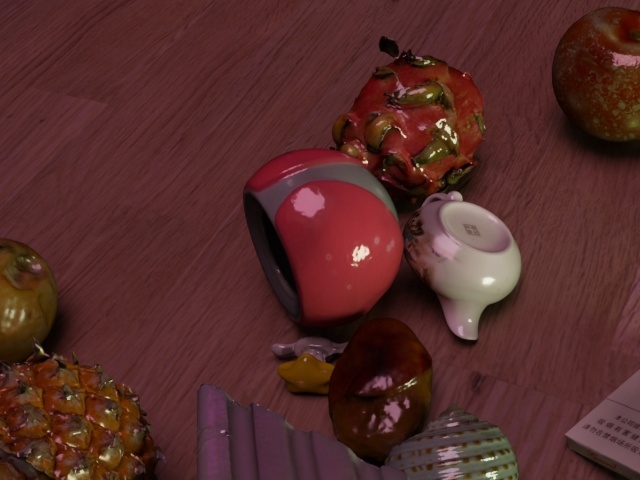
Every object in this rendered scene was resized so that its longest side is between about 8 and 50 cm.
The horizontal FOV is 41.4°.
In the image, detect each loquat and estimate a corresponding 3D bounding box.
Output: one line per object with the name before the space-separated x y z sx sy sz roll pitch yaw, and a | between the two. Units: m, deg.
loquat | -0.574 0.113 1.450 0.244 0.243 0.243 -7 45 7

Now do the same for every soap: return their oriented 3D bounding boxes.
soap | -0.030 0.306 1.134 0.258 0.158 0.302 -11 31 -4

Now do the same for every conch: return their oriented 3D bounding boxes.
conch | 0.186 0.310 1.110 0.172 0.131 0.199 9 44 -31

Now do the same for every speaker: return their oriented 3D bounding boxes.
speaker | 0.000 0.000 1.371 0.295 0.294 0.294 -7 45 7

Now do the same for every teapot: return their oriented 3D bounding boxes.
teapot | 0.228 0.019 1.410 0.205 0.139 0.298 10 39 -15

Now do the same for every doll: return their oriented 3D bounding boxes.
doll | -0.021 0.186 1.351 0.135 0.071 0.113 14 42 31

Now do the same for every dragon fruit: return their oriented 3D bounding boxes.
dragon fruit | 0.152 -0.204 1.569 0.291 0.269 0.250 -30 37 -21

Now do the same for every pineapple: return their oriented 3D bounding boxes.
pineapple | -0.382 0.311 1.107 0.353 0.352 0.300 -8 17 6

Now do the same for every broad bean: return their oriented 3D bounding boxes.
broad bean | 0.088 0.215 1.252 0.156 0.122 0.228 5 44 15

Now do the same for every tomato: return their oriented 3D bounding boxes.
tomato | 0.568 -0.302 1.588 0.270 0.222 0.270 8 43 -7

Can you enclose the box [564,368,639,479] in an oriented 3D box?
box | 0.472 0.230 1.173 0.245 0.035 0.139 -34 23 -18
